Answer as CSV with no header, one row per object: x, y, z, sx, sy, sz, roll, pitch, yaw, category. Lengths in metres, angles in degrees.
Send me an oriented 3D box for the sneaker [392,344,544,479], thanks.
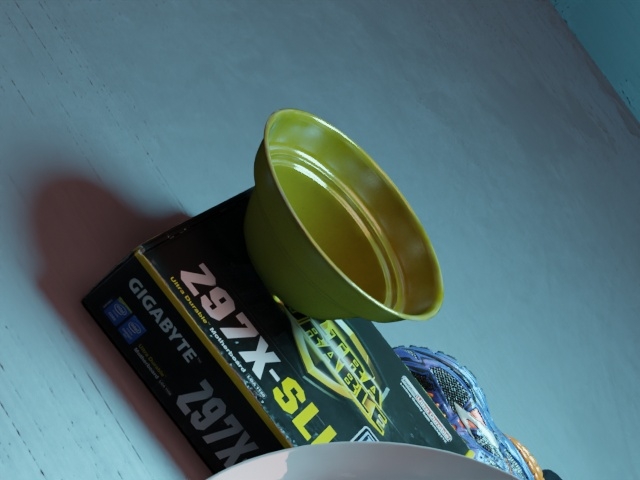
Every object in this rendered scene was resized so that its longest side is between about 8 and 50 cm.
0.130,0.190,1.392,0.221,0.083,0.087,46,33,-3,sneaker

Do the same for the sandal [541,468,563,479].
0.231,0.309,1.427,0.097,0.054,0.254,47,25,-9,sandal

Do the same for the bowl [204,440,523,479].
0.032,0.266,0.978,0.298,0.297,0.134,-55,148,-65,bowl

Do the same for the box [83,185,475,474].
-0.024,0.119,1.229,0.322,0.079,0.257,52,26,2,box

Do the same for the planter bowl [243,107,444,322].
0.000,0.000,1.231,0.217,0.090,0.217,40,27,-25,planter bowl
